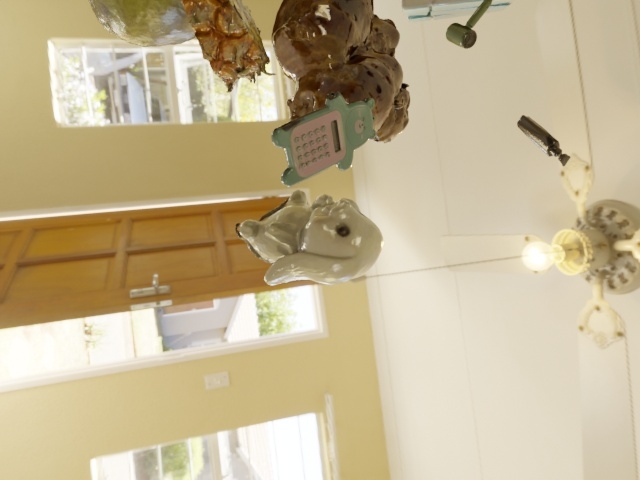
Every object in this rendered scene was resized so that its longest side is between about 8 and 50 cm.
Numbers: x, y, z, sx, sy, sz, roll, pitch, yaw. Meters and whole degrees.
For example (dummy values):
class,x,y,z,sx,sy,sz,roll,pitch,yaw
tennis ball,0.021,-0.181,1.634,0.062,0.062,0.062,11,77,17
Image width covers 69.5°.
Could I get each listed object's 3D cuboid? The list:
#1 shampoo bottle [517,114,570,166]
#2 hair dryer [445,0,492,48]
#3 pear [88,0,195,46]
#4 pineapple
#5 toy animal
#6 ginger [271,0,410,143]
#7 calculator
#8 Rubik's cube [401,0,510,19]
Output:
class,x,y,z,sx,sy,sz,roll,pitch,yaw
shampoo bottle,0.427,-0.194,0.885,0.048,0.027,0.137,53,11,-47
hair dryer,0.375,-0.534,1.106,0.150,0.047,0.071,-49,-136,15
pear,-0.258,-0.545,0.784,0.413,0.352,0.352,-59,-146,31
pineapple,-0.121,-0.268,0.627,0.135,0.080,0.233,61,8,-10
toy animal,-0.019,0.006,0.966,0.289,0.249,0.174,29,-37,59
ginger,0.051,-0.320,0.796,0.152,0.274,0.357,-17,-94,58
calculator,0.010,-0.116,0.521,0.019,0.141,0.094,31,-37,46
Rubik's cube,0.399,-0.836,1.344,0.316,0.322,0.318,-58,145,-68
